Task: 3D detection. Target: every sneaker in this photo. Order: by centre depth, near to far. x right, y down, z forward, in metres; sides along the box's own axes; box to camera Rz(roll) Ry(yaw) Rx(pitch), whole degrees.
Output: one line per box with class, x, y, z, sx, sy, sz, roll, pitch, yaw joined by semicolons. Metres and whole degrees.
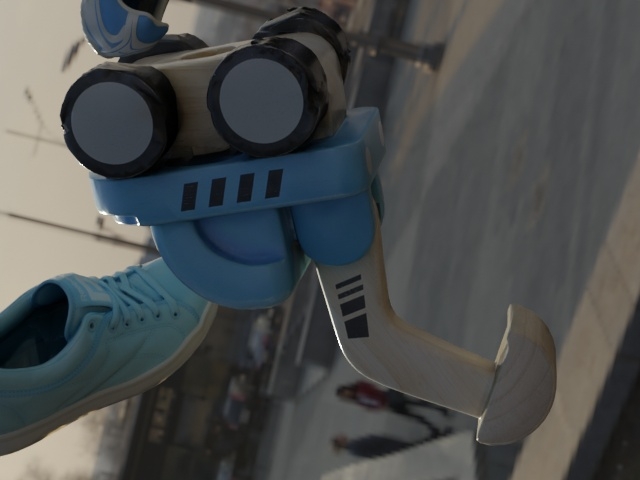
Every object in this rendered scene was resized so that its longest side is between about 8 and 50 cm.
sneaker;-0.157;-0.271;1.195;0.085;0.086;0.237;31;-125;-55
sneaker;-0.238;0.091;1.439;0.366;0.135;0.150;-36;-26;-39

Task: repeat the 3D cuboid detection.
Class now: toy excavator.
toy excavator;0.000;0.000;1.364;0.222;0.433;0.445;-66;-33;-69
